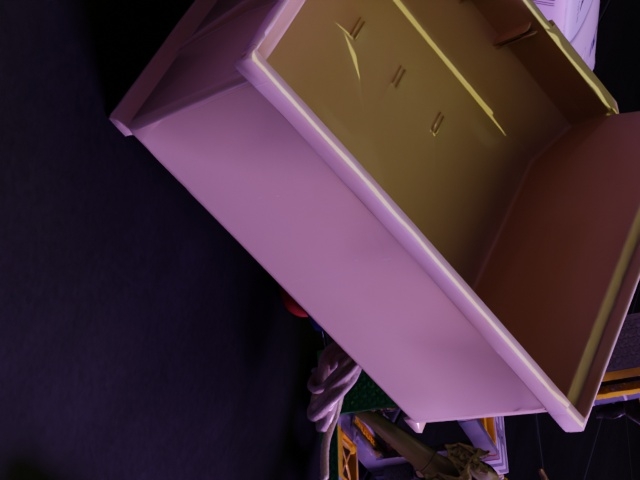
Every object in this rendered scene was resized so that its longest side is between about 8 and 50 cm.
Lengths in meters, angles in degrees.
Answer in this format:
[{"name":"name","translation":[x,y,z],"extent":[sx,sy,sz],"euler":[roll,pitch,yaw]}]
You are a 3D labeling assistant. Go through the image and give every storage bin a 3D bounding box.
[{"name":"storage bin","translation":[0.065,-0.073,0.737],"extent":[0.262,0.123,0.260],"euler":[46,53,-23]}]

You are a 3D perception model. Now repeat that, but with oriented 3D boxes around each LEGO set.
[{"name":"LEGO set","translation":[0.142,0.181,0.898],"extent":[0.192,0.331,0.254],"euler":[55,20,-57]}]

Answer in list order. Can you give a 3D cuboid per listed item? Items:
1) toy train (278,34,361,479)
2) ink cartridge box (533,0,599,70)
[{"name":"toy train","translation":[0.000,0.000,0.799],"extent":[0.143,0.105,0.248],"euler":[48,45,-44]},{"name":"ink cartridge box","translation":[0.245,-0.316,1.248],"extent":[0.308,0.091,0.385],"euler":[83,30,-48]}]
